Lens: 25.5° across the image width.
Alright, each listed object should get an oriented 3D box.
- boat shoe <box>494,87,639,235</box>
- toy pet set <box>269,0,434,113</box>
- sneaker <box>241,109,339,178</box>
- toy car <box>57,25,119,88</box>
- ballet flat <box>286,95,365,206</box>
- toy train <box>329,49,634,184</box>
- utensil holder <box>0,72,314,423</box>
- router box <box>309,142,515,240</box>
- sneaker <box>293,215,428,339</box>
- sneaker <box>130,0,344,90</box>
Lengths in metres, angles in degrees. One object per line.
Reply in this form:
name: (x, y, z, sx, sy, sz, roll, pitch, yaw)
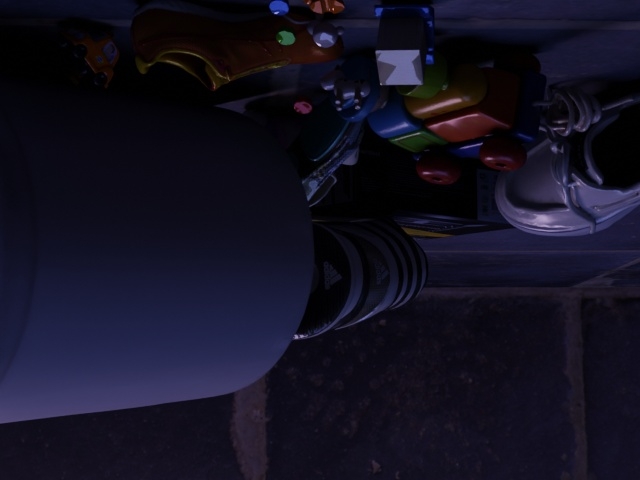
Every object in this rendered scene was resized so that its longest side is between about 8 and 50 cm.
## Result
boat shoe: (0.279, -0.086, 1.385, 0.156, 0.136, 0.367, 5, 168, -39)
toy pet set: (0.029, -0.163, 1.095, 0.114, 0.065, 0.122, 1, 142, 10)
sneaker: (-0.025, -0.087, 1.555, 0.104, 0.095, 0.236, -8, 172, 1)
toy car: (-0.201, -0.164, 1.198, 0.040, 0.060, 0.122, -42, -157, -11)
ballet flat: (0.000, -0.083, 1.419, 0.070, 0.070, 0.188, 7, 140, -44)
toy train: (0.129, -0.130, 1.215, 0.143, 0.105, 0.248, 20, 163, -32)
utensil holder: (-0.240, 0.011, 1.323, 0.327, 0.328, 0.385, -7, 174, 41)
router box: (0.074, -0.055, 1.822, 0.309, 0.081, 0.243, 6, 171, -42)
sneaker: (-0.066, 0.056, 1.684, 0.447, 0.169, 0.257, -2, 179, 40)
sneaker: (-0.066, -0.149, 1.122, 0.175, 0.067, 0.064, 0, 171, -18)
